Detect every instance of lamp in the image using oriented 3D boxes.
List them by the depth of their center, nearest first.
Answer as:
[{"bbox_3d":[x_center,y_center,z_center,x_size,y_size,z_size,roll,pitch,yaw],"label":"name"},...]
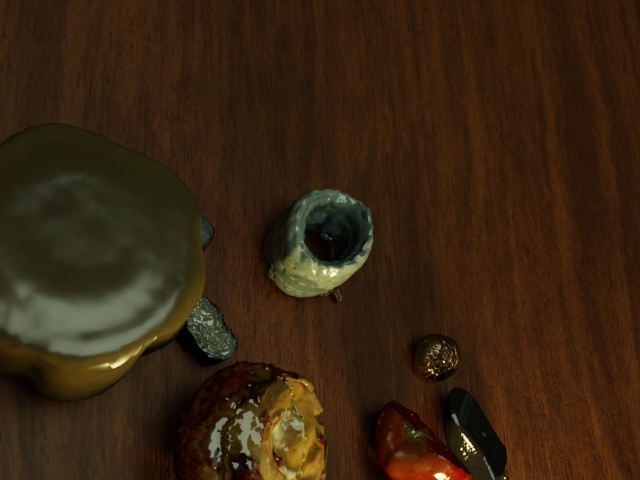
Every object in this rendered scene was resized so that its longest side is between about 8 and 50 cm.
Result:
[{"bbox_3d":[0.025,0.096,2.143,0.063,0.031,0.083,21,57,-31],"label":"lamp"}]

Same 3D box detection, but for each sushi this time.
[{"bbox_3d":[-0.236,0.180,1.881,0.090,0.078,0.150,-40,98,-34],"label":"sushi"}]

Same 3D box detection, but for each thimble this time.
[{"bbox_3d":[0.000,0.000,2.055,0.205,0.172,0.250,45,53,1],"label":"thimble"}]

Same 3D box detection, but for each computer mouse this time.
[{"bbox_3d":[0.350,0.466,2.198,0.264,0.088,0.147,55,31,-6],"label":"computer mouse"}]

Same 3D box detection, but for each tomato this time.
[{"bbox_3d":[0.201,0.467,2.036,0.233,0.139,0.200,46,5,37],"label":"tomato"}]

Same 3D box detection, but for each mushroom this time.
[{"bbox_3d":[0.275,0.273,2.220,0.126,0.085,0.109,8,68,-28],"label":"mushroom"}]

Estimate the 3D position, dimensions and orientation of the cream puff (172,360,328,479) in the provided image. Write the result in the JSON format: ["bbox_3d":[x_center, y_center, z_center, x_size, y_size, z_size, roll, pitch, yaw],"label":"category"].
[{"bbox_3d":[-0.143,0.392,1.765,0.350,0.229,0.350,26,59,-55],"label":"cream puff"}]

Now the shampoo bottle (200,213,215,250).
[{"bbox_3d":[-0.304,0.033,1.907,0.087,0.049,0.233,46,51,-10],"label":"shampoo bottle"}]

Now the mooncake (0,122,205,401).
[{"bbox_3d":[-0.438,0.041,1.646,0.467,0.262,0.467,9,67,-21],"label":"mooncake"}]
